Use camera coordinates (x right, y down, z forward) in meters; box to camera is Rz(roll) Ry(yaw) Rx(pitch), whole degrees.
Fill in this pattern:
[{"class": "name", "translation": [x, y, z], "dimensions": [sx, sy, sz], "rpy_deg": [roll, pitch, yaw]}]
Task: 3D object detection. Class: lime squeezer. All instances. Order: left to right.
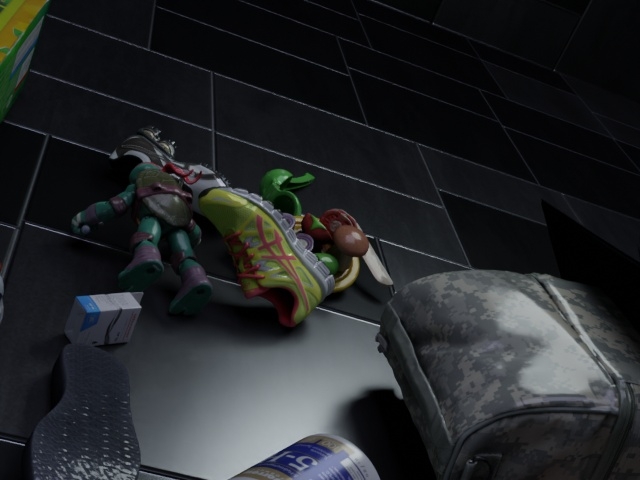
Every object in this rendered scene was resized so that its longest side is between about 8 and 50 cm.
[{"class": "lime squeezer", "translation": [-0.041, -0.042, 1.483], "dimensions": [0.110, 0.059, 0.310], "rpy_deg": [50, 13, -29]}]

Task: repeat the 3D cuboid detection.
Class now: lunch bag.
[{"class": "lunch bag", "translation": [0.211, 0.167, 1.102], "dimensions": [0.256, 0.213, 0.305], "rpy_deg": [13, 25, -17]}]

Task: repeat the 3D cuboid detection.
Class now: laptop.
[{"class": "laptop", "translation": [0.480, 0.147, 1.210], "dimensions": [0.407, 0.236, 0.382], "rpy_deg": [12, 15, -14]}]

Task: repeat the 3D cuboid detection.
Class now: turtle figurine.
[{"class": "turtle figurine", "translation": [-0.205, -0.021, 1.216], "dimensions": [0.175, 0.118, 0.234], "rpy_deg": [10, 35, -29]}]

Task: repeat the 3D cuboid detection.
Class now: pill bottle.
[{"class": "pill bottle", "translation": [-0.038, 0.242, 0.854], "dimensions": [0.112, 0.112, 0.186], "rpy_deg": [37, 27, 23]}]

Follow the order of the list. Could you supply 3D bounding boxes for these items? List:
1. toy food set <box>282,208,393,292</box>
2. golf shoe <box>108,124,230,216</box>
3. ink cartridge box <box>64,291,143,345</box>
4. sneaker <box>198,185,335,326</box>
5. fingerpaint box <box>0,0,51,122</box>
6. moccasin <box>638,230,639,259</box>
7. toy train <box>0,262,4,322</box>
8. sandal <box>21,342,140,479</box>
[{"class": "toy food set", "translation": [0.000, 0.000, 1.346], "dimensions": [0.217, 0.071, 0.128], "rpy_deg": [-2, 54, -32]}, {"class": "golf shoe", "translation": [-0.201, -0.073, 1.376], "dimensions": [0.198, 0.077, 0.094], "rpy_deg": [33, 43, 20]}, {"class": "ink cartridge box", "translation": [-0.221, 0.083, 1.068], "dimensions": [0.083, 0.048, 0.028], "rpy_deg": [-3, 37, -44]}, {"class": "sneaker", "translation": [-0.073, 0.021, 1.216], "dimensions": [0.208, 0.081, 0.094], "rpy_deg": [44, 59, -17]}, {"class": "fingerpaint box", "translation": [-0.570, -0.240, 1.241], "dimensions": [0.371, 0.163, 0.445], "rpy_deg": [20, 26, -13]}, {"class": "moccasin", "translation": [0.536, 0.079, 1.265], "dimensions": [0.380, 0.147, 0.139], "rpy_deg": [41, 5, -18]}, {"class": "toy train", "translation": [-0.438, 0.005, 0.899], "dimensions": [0.333, 0.142, 0.190], "rpy_deg": [23, -3, -11]}, {"class": "sandal", "translation": [-0.211, 0.177, 0.908], "dimensions": [0.097, 0.054, 0.254], "rpy_deg": [26, 15, -14]}]
